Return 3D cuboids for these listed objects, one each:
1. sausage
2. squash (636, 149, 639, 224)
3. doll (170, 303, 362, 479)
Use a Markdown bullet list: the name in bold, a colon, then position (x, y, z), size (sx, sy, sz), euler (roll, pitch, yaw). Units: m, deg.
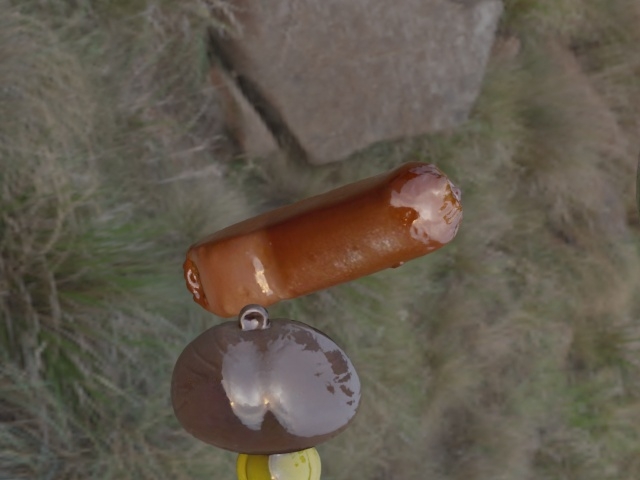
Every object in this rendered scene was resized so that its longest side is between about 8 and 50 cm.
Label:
- **sausage**: position (0.000, 0.001, 1.262), size (0.094, 0.348, 0.097), euler (-32, 101, -58)
- **squash**: position (0.397, -0.035, 1.048), size (0.309, 0.310, 0.310), euler (107, -5, -59)
- **doll**: position (-0.049, 0.137, 0.921), size (0.096, 0.145, 0.188), euler (-80, -171, -62)
